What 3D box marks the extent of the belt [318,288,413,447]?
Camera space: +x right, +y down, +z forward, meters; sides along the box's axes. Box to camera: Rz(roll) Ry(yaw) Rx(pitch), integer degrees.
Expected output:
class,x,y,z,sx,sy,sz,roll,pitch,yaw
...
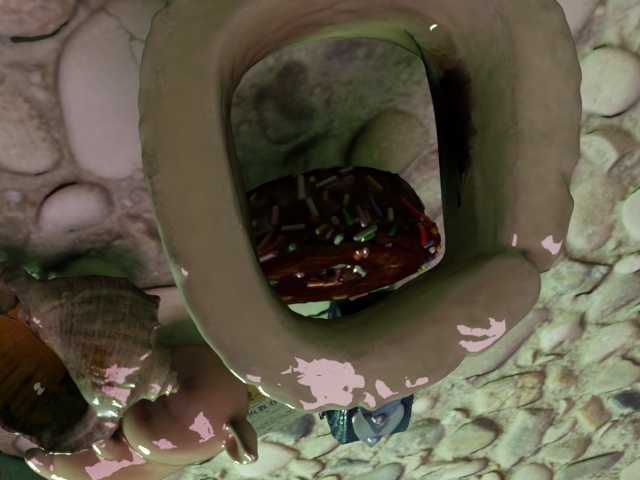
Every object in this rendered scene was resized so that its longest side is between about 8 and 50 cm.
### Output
class,x,y,z,sx,sy,sz,roll,pitch,yaw
belt,0.046,0.157,0.961,0.128,0.122,0.218,-9,131,-10

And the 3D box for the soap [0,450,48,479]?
class,x,y,z,sx,sy,sz,roll,pitch,yaw
soap,-0.376,0.350,0.988,0.091,0.145,0.230,-44,139,12

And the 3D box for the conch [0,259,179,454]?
class,x,y,z,sx,sy,sz,roll,pitch,yaw
conch,-0.256,0.106,0.761,0.245,0.178,0.163,27,157,-9

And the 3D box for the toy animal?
class,x,y,z,sx,sy,sz,roll,pitch,yaw
toy animal,-0.195,0.204,0.887,0.250,0.166,0.154,-20,148,9

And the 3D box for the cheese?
class,x,y,z,sx,sy,sz,roll,pitch,yaw
cheese,0.028,-0.051,0.565,0.292,0.332,0.153,-6,180,-7

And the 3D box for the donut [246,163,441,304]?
class,x,y,z,sx,sy,sz,roll,pitch,yaw
donut,0.000,0.000,0.757,0.235,0.089,0.235,-10,162,-3

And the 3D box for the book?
class,x,y,z,sx,sy,sz,roll,pitch,yaw
book,-0.095,0.214,1.047,0.118,0.012,0.172,-28,138,7
